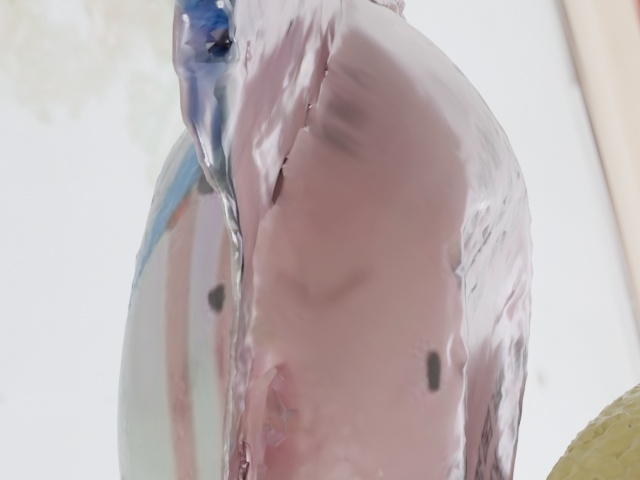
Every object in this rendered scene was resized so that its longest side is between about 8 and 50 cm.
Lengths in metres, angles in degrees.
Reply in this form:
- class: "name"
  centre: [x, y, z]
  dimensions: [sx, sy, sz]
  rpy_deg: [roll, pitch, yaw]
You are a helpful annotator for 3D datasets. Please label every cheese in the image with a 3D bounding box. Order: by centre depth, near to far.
- class: "cheese"
  centre: [0.000, 0.000, 0.414]
  dimensions: [0.286, 0.074, 0.189]
  rpy_deg: [80, -162, -46]

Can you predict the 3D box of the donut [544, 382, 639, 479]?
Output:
- class: "donut"
  centre: [0.097, 0.118, 0.602]
  dimensions: [0.178, 0.065, 0.162]
  rpy_deg: [-56, -36, -7]
